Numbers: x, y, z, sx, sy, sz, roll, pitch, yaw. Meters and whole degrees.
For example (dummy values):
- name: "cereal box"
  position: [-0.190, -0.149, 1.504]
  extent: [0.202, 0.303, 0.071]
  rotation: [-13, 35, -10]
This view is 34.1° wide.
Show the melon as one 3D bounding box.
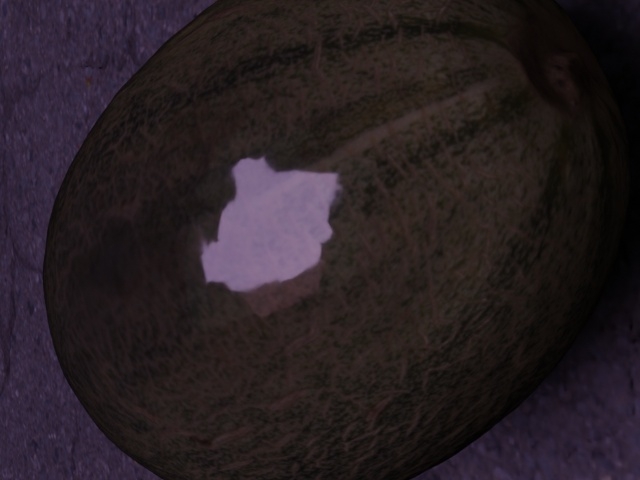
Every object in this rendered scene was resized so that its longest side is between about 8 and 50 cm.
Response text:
- name: "melon"
  position: [0.000, 0.000, 0.518]
  extent: [0.329, 0.248, 0.248]
  rotation: [-39, 66, 45]
